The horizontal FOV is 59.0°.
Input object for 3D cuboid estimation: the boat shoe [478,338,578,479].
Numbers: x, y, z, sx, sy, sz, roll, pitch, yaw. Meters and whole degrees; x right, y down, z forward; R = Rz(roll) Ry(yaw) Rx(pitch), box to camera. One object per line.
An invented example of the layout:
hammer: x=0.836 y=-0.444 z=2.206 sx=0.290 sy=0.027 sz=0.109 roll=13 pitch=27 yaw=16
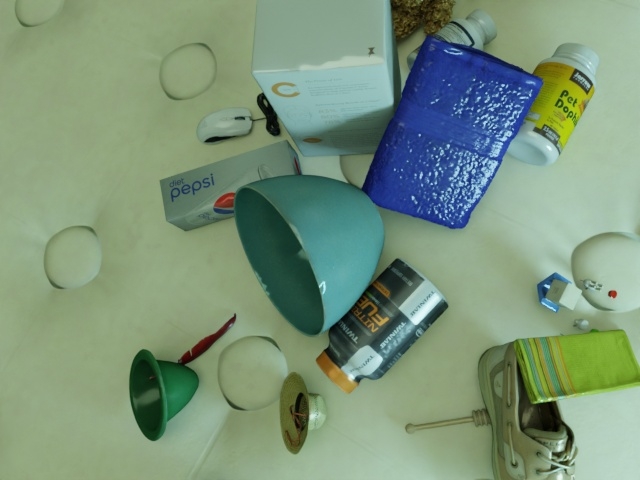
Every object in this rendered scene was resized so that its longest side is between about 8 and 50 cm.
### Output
boat shoe: x=0.348 y=0.334 z=0.917 sx=0.121 sy=0.110 sz=0.341 roll=-8 pitch=72 yaw=-18

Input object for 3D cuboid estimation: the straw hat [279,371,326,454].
straw hat: x=-0.024 y=0.317 z=1.045 sx=0.061 sy=0.144 sz=0.145 roll=7 pitch=75 yaw=-25

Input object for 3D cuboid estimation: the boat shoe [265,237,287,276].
boat shoe: x=-0.085 y=0.030 z=1.150 sx=0.035 sy=0.035 sz=0.100 roll=17 pitch=75 yaw=-12

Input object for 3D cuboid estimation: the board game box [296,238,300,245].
board game box: x=-0.017 y=-0.046 z=1.157 sx=0.090 sy=0.020 sz=0.090 roll=-21 pitch=75 yaw=7

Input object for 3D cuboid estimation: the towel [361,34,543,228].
towel: x=0.223 y=-0.184 z=1.008 sx=0.227 sy=0.076 sz=0.308 roll=16 pitch=114 yaw=-14

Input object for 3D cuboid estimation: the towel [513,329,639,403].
towel: x=0.430 y=0.202 z=0.930 sx=0.237 sy=0.021 sz=0.102 roll=-1 pitch=67 yaw=-21

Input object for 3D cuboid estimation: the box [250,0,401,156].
box: x=0.031 y=-0.299 z=1.038 sx=0.214 sy=0.345 sz=0.168 roll=-1 pitch=76 yaw=12

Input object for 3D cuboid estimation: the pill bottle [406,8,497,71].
pill bottle: x=0.267 y=-0.385 z=1.139 sx=0.169 sy=0.094 sz=0.094 roll=-38 pitch=72 yaw=1

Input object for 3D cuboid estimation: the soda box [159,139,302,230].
soda box: x=-0.180 y=-0.110 z=1.172 sx=0.286 sy=0.091 sz=0.098 roll=-16 pitch=74 yaw=8

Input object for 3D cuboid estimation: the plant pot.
plant pot: x=0.000 y=0.000 z=1.021 sx=0.195 sy=0.290 sz=0.290 roll=-27 pitch=70 yaw=-24

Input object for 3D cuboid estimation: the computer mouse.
computer mouse: x=-0.187 y=-0.259 z=1.235 sx=0.192 sy=0.042 sz=0.106 roll=-12 pitch=75 yaw=9

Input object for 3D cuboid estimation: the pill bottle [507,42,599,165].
pill bottle: x=0.432 y=-0.256 z=1.058 sx=0.117 sy=0.117 sz=0.215 roll=29 pitch=84 yaw=17

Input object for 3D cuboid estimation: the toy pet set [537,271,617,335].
toy pet set: x=0.443 y=0.117 z=1.008 sx=0.114 sy=0.065 sz=0.122 roll=29 pitch=86 yaw=-18

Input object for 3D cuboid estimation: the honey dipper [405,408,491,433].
honey dipper: x=0.231 y=0.326 z=1.008 sx=0.160 sy=0.030 sz=0.031 roll=-14 pitch=74 yaw=11

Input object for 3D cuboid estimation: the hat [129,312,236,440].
hat: x=-0.260 y=0.283 z=1.130 sx=0.208 sy=0.183 sz=0.173 roll=-50 pitch=57 yaw=41

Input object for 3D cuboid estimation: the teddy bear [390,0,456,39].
teddy bear: x=0.197 y=-0.531 z=1.197 sx=0.245 sy=0.113 sz=0.338 roll=38 pitch=95 yaw=25

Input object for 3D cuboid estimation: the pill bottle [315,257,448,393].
pill bottle: x=0.104 y=0.160 z=1.023 sx=0.130 sy=0.130 sz=0.246 roll=43 pitch=88 yaw=18
